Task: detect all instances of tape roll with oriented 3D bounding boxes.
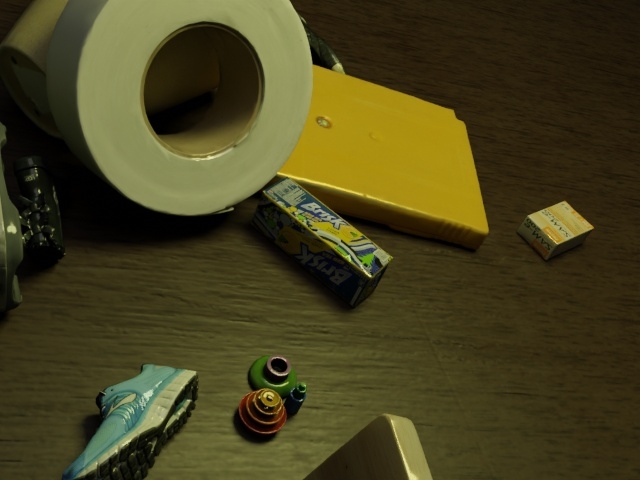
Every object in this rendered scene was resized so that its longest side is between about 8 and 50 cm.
[{"bbox_3d":[-0.151,-0.173,0.896,0.286,0.286,0.100,-11,26,-34],"label":"tape roll"}]

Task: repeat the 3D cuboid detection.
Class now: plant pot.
[{"bbox_3d":[-0.248,-0.252,0.991,0.256,0.256,0.274,37,58,13],"label":"plant pot"}]

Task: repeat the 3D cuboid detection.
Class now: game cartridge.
[{"bbox_3d":[0.070,-0.131,1.150,0.324,0.052,0.285,16,42,-15],"label":"game cartridge"}]

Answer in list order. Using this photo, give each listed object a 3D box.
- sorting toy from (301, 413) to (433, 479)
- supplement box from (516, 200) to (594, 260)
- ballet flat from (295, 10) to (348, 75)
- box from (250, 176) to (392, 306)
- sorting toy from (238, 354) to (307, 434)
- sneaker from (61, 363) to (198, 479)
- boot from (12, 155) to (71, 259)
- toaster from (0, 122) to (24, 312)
[{"bbox_3d":[0.034,0.297,0.547,0.089,0.255,0.257,18,39,-33],"label":"sorting toy"},{"bbox_3d":[0.343,-0.016,1.170,0.098,0.036,0.062,-20,58,-39],"label":"supplement box"},{"bbox_3d":[-0.014,-0.308,1.297,0.049,0.057,0.173,-41,66,-1],"label":"ballet flat"},{"bbox_3d":[0.000,0.000,0.967,0.169,0.059,0.054,39,44,14],"label":"box"},{"bbox_3d":[-0.044,0.148,0.807,0.061,0.042,0.102,21,41,-5],"label":"sorting toy"},{"bbox_3d":[-0.178,0.169,0.721,0.073,0.063,0.162,18,34,18],"label":"sneaker"},{"bbox_3d":[-0.289,-0.027,0.849,0.045,0.121,0.099,-13,80,-4],"label":"boot"},{"bbox_3d":[-0.371,-0.031,0.765,0.147,0.129,0.227,-4,52,-26],"label":"toaster"}]
